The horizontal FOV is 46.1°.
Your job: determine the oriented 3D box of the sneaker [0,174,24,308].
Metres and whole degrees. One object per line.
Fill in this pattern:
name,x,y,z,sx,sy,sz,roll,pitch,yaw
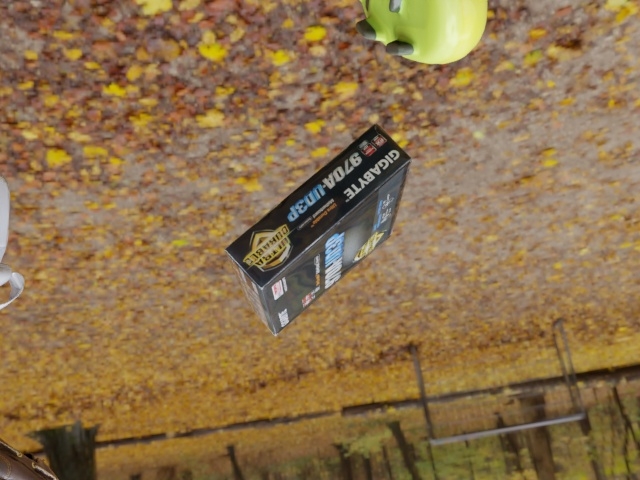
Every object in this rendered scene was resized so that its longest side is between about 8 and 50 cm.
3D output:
sneaker,-0.415,-0.052,0.656,0.137,0.365,0.210,-1,-155,46

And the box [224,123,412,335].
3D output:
box,0.000,0.000,0.732,0.175,0.051,0.220,-40,167,-12

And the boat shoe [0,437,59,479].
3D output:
boat shoe,-0.330,0.269,0.835,0.073,0.073,0.207,-15,139,9

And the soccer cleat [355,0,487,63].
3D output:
soccer cleat,0.069,-0.199,0.495,0.121,0.289,0.093,-5,124,-8
